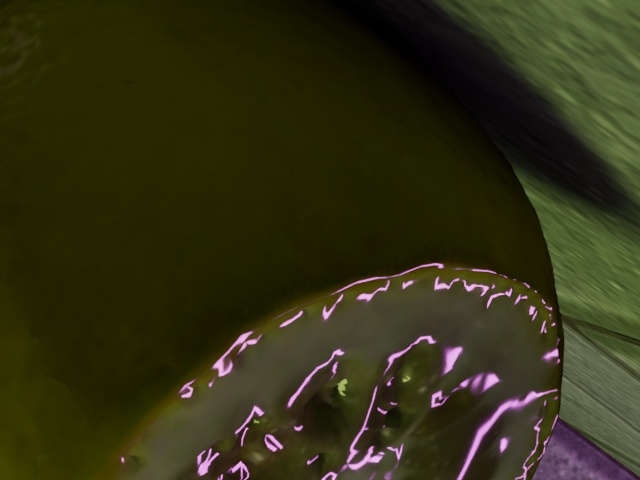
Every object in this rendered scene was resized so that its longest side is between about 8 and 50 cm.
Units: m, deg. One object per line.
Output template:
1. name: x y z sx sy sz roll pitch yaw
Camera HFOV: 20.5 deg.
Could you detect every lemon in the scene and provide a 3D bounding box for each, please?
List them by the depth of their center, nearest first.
1. lemon: -0.054 0.021 0.584 0.219 0.240 0.240 48 -174 37
